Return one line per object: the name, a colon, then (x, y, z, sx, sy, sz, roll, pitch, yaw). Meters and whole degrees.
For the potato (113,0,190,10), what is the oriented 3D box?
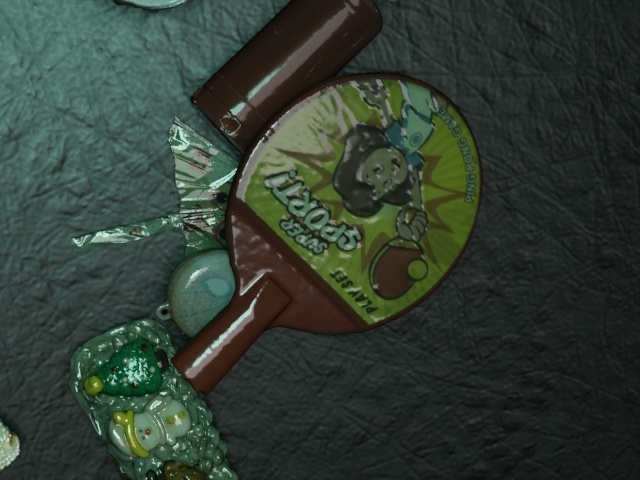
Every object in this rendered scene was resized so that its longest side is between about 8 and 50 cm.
potato: (-0.160, -0.405, 1.255, 0.246, 0.196, 0.300, 4, 126, -24)

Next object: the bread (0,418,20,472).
bread: (-0.404, 0.223, 1.369, 0.126, 0.044, 0.129, -39, 101, -10)

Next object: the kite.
kite: (-0.154, -0.023, 1.391, 0.250, 0.012, 0.229, -10, 101, -9)

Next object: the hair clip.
hair clip: (-0.166, 0.250, 1.391, 0.138, 0.091, 0.321, -25, 103, -9)

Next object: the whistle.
whistle: (-0.081, 0.047, 1.388, 0.220, 0.057, 0.107, -18, 117, -16)

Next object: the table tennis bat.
table tennis bat: (0.000, 0.000, 1.341, 0.415, 0.051, 0.268, -45, 109, -3)

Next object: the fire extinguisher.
fire extinguisher: (-0.018, -0.216, 1.350, 0.269, 0.105, 0.105, -45, 103, -1)
